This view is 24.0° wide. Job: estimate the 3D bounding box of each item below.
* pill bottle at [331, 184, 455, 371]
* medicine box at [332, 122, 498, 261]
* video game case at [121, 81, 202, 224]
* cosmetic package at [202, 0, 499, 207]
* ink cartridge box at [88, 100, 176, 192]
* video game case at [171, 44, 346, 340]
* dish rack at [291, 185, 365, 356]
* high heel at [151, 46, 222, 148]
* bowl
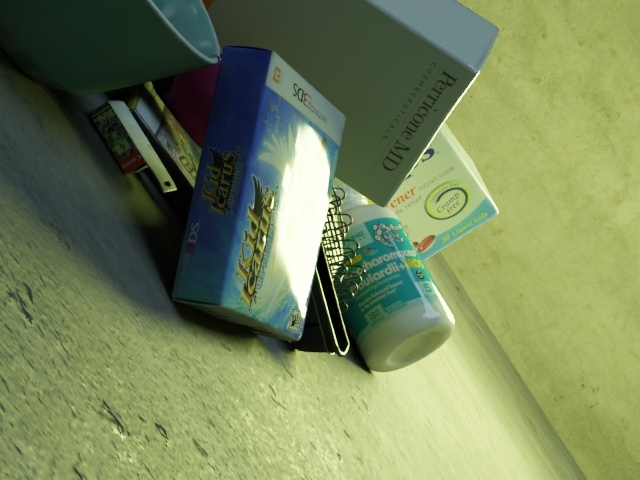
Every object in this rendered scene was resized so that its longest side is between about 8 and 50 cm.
[{"bbox_3d":[0.077,0.049,2.201,0.264,0.146,0.146,61,10,23],"label":"pill bottle"},{"bbox_3d":[0.096,-0.100,2.408,0.289,0.263,0.149,49,13,-41],"label":"medicine box"},{"bbox_3d":[-0.146,-0.073,1.810,0.275,0.035,0.248,55,10,-17],"label":"video game case"},{"bbox_3d":[-0.037,-0.272,1.854,0.453,0.230,0.161,33,31,-1],"label":"cosmetic package"},{"bbox_3d":[-0.201,-0.095,1.622,0.115,0.029,0.063,59,9,0],"label":"ink cartridge box"},{"bbox_3d":[-0.059,-0.042,1.611,0.244,0.061,0.269,31,68,-67],"label":"video game case"},{"bbox_3d":[0.000,0.000,1.893,0.271,0.074,0.208,-62,143,-60],"label":"dish rack"},{"bbox_3d":[-0.237,-0.240,1.707,0.377,0.181,0.127,63,-27,-3],"label":"high heel"},{"bbox_3d":[-0.251,-0.268,1.514,0.311,0.163,0.311,55,10,-15],"label":"bowl"}]
